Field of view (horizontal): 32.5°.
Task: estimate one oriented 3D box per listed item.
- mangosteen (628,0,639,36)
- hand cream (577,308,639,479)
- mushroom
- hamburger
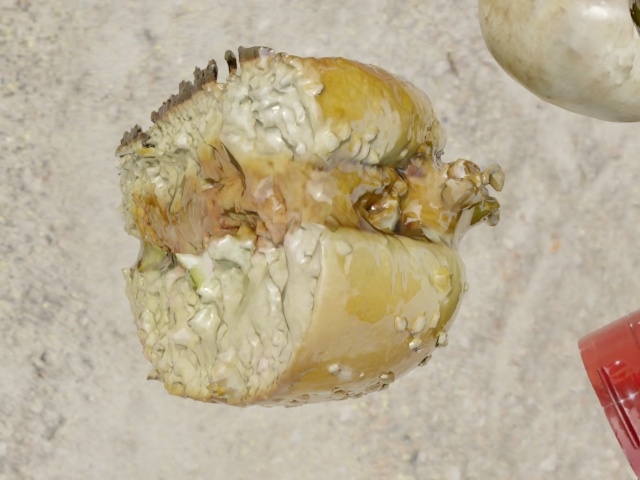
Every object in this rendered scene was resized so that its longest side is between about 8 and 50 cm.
[{"bbox_3d":[0.189,-0.086,0.329,0.211,0.250,0.211,-49,160,-25],"label":"mangosteen"},{"bbox_3d":[0.399,0.176,1.216,0.149,0.230,0.230,-26,126,15],"label":"hand cream"},{"bbox_3d":[0.187,-0.151,0.719,0.166,0.166,0.127,-25,143,-35],"label":"mushroom"},{"bbox_3d":[0.000,0.000,0.937,0.287,0.445,0.268,-5,84,-24],"label":"hamburger"}]
